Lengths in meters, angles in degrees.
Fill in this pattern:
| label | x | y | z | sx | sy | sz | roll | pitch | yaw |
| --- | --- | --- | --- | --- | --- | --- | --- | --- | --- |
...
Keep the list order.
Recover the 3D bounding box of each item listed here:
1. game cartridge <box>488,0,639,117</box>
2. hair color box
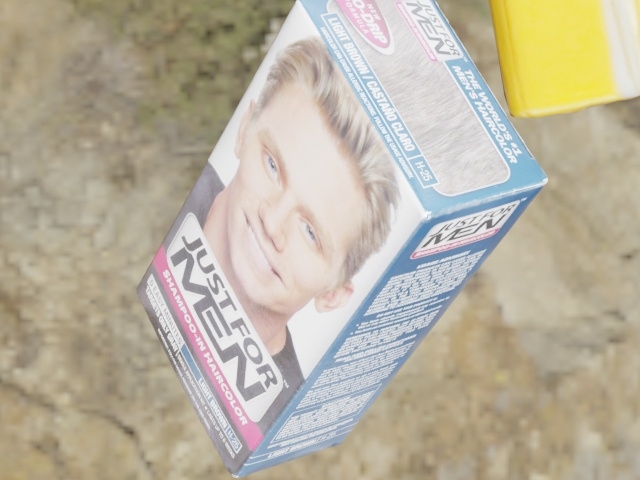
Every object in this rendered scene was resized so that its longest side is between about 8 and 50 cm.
| label | x | y | z | sx | sy | sz | roll | pitch | yaw |
| --- | --- | --- | --- | --- | --- | --- | --- | --- | --- |
| game cartridge | 0.100 | -0.210 | 0.617 | 0.285 | 0.052 | 0.324 | -16 | 94 | -60 |
| hair color box | 0.000 | 0.000 | 1.337 | 0.105 | 0.347 | 0.174 | -15 | 64 | -33 |
